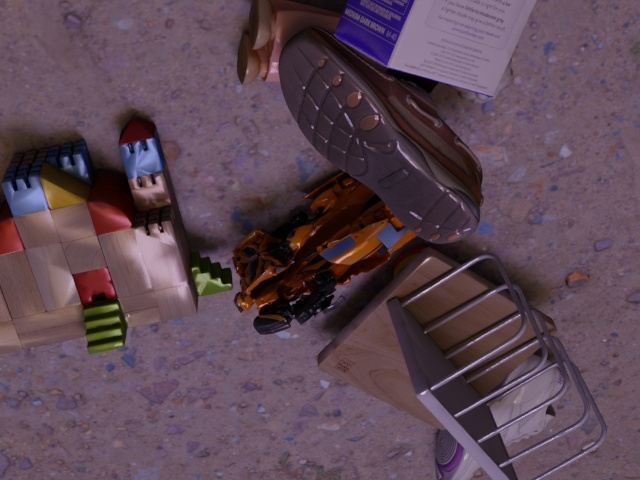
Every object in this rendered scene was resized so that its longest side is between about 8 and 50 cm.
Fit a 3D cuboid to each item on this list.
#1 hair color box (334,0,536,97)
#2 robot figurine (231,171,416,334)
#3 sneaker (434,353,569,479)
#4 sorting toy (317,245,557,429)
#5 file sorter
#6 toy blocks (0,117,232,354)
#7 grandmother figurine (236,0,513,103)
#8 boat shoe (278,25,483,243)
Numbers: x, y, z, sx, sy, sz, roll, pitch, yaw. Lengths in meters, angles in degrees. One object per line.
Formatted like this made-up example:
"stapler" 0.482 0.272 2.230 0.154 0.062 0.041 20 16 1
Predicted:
"hair color box" 0.168 -0.341 1.242 0.185 0.110 0.339 7 114 -44
"robot figurine" 0.000 0.000 1.532 0.291 0.211 0.085 -34 123 6
"sneaker" 0.289 0.305 1.856 0.152 0.114 0.305 16 124 -18
"sorting toy" 0.168 0.133 1.721 0.257 0.089 0.255 29 119 -26
"file sorter" 0.250 0.186 1.598 0.173 0.193 0.278 -32 125 13
"toy blocks" -0.331 -0.007 1.514 0.381 0.191 0.261 -12 117 1
"grandmother figurine" 0.080 -0.233 1.423 0.342 0.104 0.208 6 149 -16
"boat shoe" 0.078 -0.136 1.382 0.123 0.116 0.324 -21 122 44
